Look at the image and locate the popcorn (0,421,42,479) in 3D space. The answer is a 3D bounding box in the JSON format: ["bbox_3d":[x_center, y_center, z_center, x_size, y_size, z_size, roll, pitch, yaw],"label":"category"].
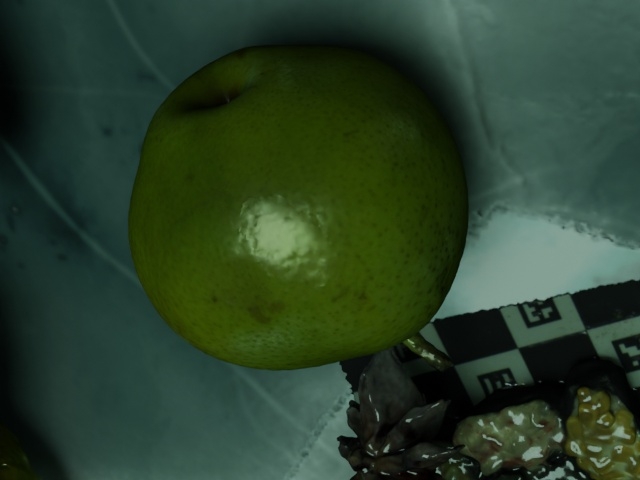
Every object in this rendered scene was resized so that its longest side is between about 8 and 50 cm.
[{"bbox_3d":[-0.317,0.159,0.822,0.326,0.321,0.290,20,105,-8],"label":"popcorn"}]

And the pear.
[{"bbox_3d":[0.000,0.000,0.677,0.180,0.166,0.216,-25,127,17],"label":"pear"}]

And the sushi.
[{"bbox_3d":[0.124,0.135,0.748,0.215,0.050,0.192,-13,110,27],"label":"sushi"}]

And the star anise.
[{"bbox_3d":[0.040,0.116,0.737,0.124,0.056,0.129,-11,76,58],"label":"star anise"}]
